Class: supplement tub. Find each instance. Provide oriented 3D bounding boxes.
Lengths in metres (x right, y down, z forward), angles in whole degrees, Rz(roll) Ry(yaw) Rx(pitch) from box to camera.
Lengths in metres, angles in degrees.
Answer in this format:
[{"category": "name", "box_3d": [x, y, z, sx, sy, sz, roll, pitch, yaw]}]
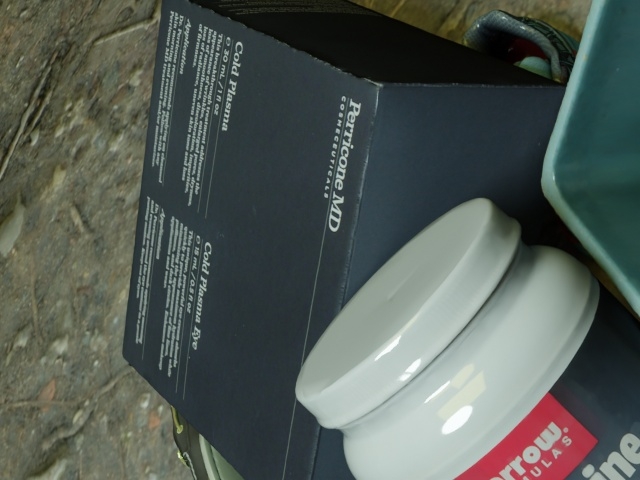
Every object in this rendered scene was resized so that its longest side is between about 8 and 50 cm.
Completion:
[{"category": "supplement tub", "box_3d": [0.138, 0.126, 0.778, 0.191, 0.272, 0.191, -45, 8, 8]}]

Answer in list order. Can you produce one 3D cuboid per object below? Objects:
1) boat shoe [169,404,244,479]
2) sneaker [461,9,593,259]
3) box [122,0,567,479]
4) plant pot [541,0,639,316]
[{"category": "boat shoe", "box_3d": [-0.100, 0.179, 1.194, 0.068, 0.081, 0.228, -45, 37, 26]}, {"category": "sneaker", "box_3d": [0.180, -0.084, 0.984, 0.104, 0.125, 0.262, -47, 43, 21]}, {"category": "box", "box_3d": [0.000, 0.000, 1.009, 0.312, 0.179, 0.343, 35, 122, 50]}, {"category": "plant pot", "box_3d": [0.314, -0.069, 0.713, 0.247, 0.252, 0.248, -120, 30, -44]}]
